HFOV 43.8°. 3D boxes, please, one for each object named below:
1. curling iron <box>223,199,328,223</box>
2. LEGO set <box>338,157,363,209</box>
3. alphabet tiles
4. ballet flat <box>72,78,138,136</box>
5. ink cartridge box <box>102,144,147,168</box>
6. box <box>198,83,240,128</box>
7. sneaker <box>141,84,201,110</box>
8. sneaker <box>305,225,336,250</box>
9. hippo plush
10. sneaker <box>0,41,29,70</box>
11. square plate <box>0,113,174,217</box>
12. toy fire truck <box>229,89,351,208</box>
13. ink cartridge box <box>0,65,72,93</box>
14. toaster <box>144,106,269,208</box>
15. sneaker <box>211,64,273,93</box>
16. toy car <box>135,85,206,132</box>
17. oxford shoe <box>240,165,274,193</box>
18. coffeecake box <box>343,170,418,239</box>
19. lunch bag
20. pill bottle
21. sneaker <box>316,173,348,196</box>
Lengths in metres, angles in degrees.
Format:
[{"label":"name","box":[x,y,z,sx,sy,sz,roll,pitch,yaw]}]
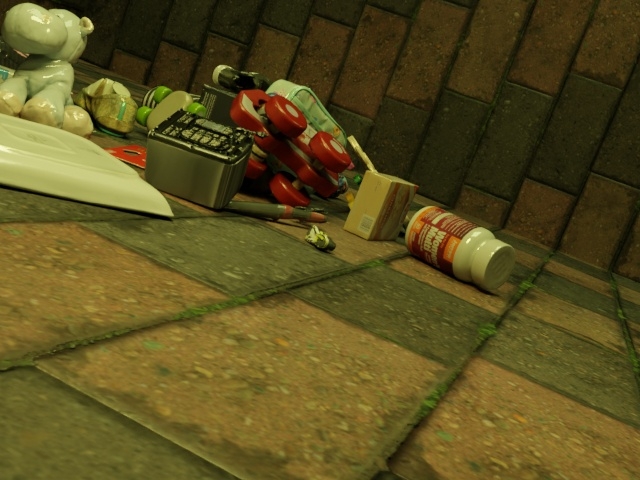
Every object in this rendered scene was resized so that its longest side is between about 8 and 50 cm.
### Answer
[{"label":"curling iron","box":[-0.086,-0.053,1.549,0.068,0.035,0.274,1,-1,41]},{"label":"LEGO set","box":[0.093,-0.127,2.117,0.227,0.087,0.093,50,11,-20]},{"label":"alphabet tiles","box":[0.158,-0.145,2.085,0.284,0.021,0.278,58,3,16]},{"label":"ballet flat","box":[-0.536,-0.348,2.000,0.123,0.123,0.348,15,11,-32]},{"label":"ink cartridge box","box":[-0.313,-0.178,1.686,0.239,0.060,0.275,22,9,0]},{"label":"box","box":[-0.184,-0.316,2.361,0.294,0.182,0.296,22,9,19]},{"label":"sneaker","box":[-0.392,-0.423,2.566,0.257,0.169,0.447,28,14,27]},{"label":"sneaker","box":[0.000,0.000,1.446,0.035,0.031,0.083,31,7,-30]},{"label":"hippo plush","box":[-0.520,-0.334,1.568,0.234,0.236,0.294,25,10,25]},{"label":"sneaker","box":[-0.807,-0.441,2.047,0.131,0.112,0.319,7,-3,35]},{"label":"square plate","box":[-0.437,-0.136,1.202,0.344,0.049,0.347,11,14,-43]},{"label":"toy fire truck","box":[-0.073,-0.225,1.774,0.302,0.169,0.254,38,23,-20]},{"label":"ink cartridge box","box":[-0.685,-0.355,1.871,0.181,0.061,0.104,15,11,-27]},{"label":"toaster","box":[-0.212,-0.153,1.453,0.186,0.110,0.168,18,27,2]},{"label":"sneaker","box":[-0.213,-0.468,2.405,0.106,0.078,0.234,30,16,37]},{"label":"toy car","box":[-0.377,-0.299,2.150,0.155,0.149,0.188,30,-16,27]},{"label":"oxford shoe","box":[-0.166,-0.163,1.871,0.096,0.083,0.227,17,22,-35]},{"label":"coffeecake box","box":[0.141,-0.077,1.821,0.068,0.142,0.185,25,11,23]},{"label":"lunch bag","box":[-0.063,-0.258,1.994,0.108,0.224,0.279,32,-8,41]},{"label":"pill bottle","box":[0.296,0.016,1.693,0.121,0.121,0.221,11,13,-45]},{"label":"sneaker","box":[0.031,-0.179,2.299,0.125,0.104,0.262,21,9,-14]}]
